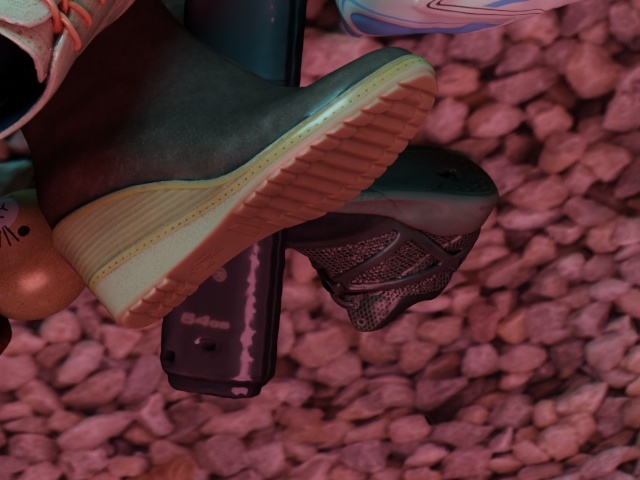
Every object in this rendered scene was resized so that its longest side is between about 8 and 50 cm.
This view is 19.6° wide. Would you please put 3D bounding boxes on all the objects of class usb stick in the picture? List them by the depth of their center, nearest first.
[{"bbox_3d":[-0.055,-0.040,1.157,0.077,0.045,0.278,6,100,5],"label":"usb stick"}]

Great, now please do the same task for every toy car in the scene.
[{"bbox_3d":[-0.201,0.001,1.174,0.188,0.155,0.149,-29,132,-3],"label":"toy car"}]

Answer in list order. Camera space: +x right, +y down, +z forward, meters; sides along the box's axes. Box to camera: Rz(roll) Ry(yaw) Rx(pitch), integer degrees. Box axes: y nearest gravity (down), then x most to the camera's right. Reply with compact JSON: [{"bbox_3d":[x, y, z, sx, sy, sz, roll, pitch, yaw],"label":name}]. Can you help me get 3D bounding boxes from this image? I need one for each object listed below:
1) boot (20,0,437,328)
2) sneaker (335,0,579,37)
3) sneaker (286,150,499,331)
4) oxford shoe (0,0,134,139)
[{"bbox_3d":[-0.073,-0.091,1.082,0.248,0.207,0.090,-35,154,14],"label":"boot"},{"bbox_3d":[0.121,-0.174,1.162,0.237,0.085,0.086,-8,158,-14],"label":"sneaker"},{"bbox_3d":[0.000,0.000,1.264,0.227,0.087,0.130,4,122,-26],"label":"sneaker"},{"bbox_3d":[-0.144,-0.147,1.019,0.397,0.146,0.140,-44,129,0],"label":"oxford shoe"}]
